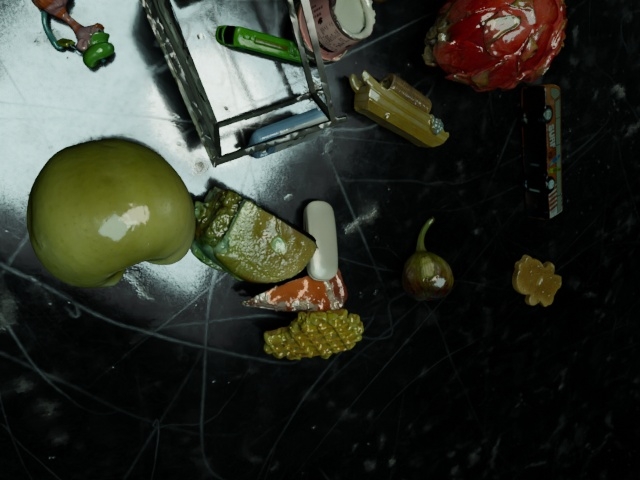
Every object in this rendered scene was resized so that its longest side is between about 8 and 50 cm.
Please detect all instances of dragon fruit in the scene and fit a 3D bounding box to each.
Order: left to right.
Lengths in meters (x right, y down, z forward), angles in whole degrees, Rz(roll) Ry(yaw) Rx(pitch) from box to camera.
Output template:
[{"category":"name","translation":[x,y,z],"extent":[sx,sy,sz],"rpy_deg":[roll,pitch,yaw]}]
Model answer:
[{"category":"dragon fruit","translation":[0.428,-0.506,1.065],"extent":[0.342,0.277,0.277],"rpy_deg":[8,101,-16]}]

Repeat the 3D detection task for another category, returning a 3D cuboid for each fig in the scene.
[{"category":"fig","translation":[0.303,0.050,1.254],"extent":[0.149,0.149,0.245],"rpy_deg":[4,78,-24]}]

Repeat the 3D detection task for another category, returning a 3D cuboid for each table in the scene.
[{"category":"table","translation":[-0.136,-0.365,0.813],"extent":[0.272,0.222,0.335],"rpy_deg":[-18,125,-1]}]

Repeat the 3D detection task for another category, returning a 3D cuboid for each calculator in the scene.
[{"category":"calculator","translation":[-0.078,-0.243,1.000],"extent":[0.210,0.121,0.039],"rpy_deg":[-24,86,-16]}]

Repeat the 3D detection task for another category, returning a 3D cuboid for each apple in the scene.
[{"category":"apple","translation":[-0.399,-0.057,0.822],"extent":[0.295,0.233,0.258],"rpy_deg":[-20,83,-8]}]

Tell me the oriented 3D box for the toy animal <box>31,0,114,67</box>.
[{"category":"toy animal","translation":[-0.482,-0.415,0.797],"extent":[0.103,0.100,0.208],"rpy_deg":[-32,125,12]}]

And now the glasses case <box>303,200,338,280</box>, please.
[{"category":"glasses case","translation":[0.000,0.000,1.102],"extent":[0.081,0.051,0.204],"rpy_deg":[3,77,-23]}]

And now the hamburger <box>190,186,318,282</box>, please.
[{"category":"hamburger","translation":[-0.168,0.005,0.998],"extent":[0.288,0.167,0.192],"rpy_deg":[32,91,-26]}]

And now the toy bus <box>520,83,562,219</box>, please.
[{"category":"toy bus","translation":[0.674,-0.267,1.332],"extent":[0.092,0.093,0.409],"rpy_deg":[-23,113,-25]}]

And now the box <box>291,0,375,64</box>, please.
[{"category":"box","translation":[0.033,-0.478,0.949],"extent":[0.151,0.135,0.151],"rpy_deg":[-2,93,-36]}]

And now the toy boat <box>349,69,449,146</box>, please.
[{"category":"toy boat","translation":[0.208,-0.338,1.110],"extent":[0.310,0.089,0.115],"rpy_deg":[20,93,-26]}]

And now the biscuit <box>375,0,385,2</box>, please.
[{"category":"biscuit","translation":[0.048,-0.667,0.868],"extent":[0.381,0.074,0.359],"rpy_deg":[45,52,-24]}]

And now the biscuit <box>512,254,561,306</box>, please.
[{"category":"biscuit","translation":[0.737,0.139,1.501],"extent":[0.225,0.036,0.166],"rpy_deg":[25,93,-24]}]

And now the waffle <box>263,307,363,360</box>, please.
[{"category":"waffle","translation":[-0.017,0.242,1.116],"extent":[0.249,0.056,0.253],"rpy_deg":[6,142,-16]}]

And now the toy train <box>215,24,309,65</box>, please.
[{"category":"toy train","translation":[-0.124,-0.434,0.967],"extent":[0.209,0.042,0.044],"rpy_deg":[4,102,-25]}]

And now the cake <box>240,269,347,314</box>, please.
[{"category":"cake","translation":[-0.060,0.155,1.116],"extent":[0.287,0.098,0.135],"rpy_deg":[-9,89,-18]}]
